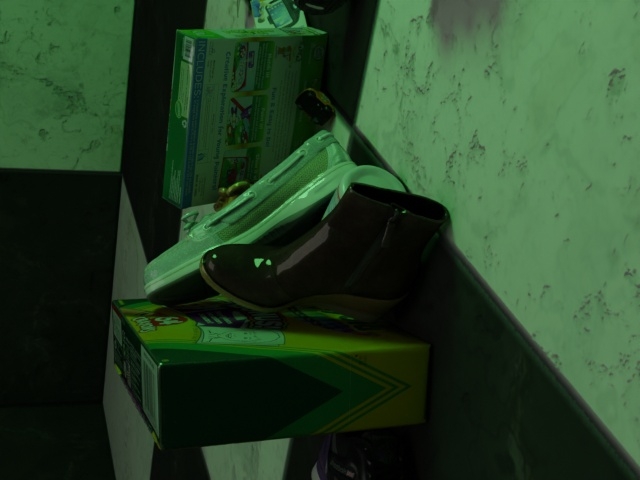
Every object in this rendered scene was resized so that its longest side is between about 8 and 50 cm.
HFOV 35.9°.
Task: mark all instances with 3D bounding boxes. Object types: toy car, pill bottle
[{"bbox_3d":[-0.018,-0.174,1.475,0.122,0.060,0.040,-64,-1,38],"label":"toy car"},{"bbox_3d":[0.044,-0.014,1.240,0.160,0.087,0.087,116,148,-52],"label":"pill bottle"}]

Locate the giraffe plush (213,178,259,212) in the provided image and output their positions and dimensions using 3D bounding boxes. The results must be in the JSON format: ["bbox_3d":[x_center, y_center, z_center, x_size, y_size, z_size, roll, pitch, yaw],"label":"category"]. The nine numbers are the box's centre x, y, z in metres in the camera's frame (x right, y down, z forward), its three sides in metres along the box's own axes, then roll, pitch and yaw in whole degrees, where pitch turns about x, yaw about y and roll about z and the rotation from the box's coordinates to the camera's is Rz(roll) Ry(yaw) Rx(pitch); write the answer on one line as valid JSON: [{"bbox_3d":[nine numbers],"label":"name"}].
[{"bbox_3d":[-0.061,-0.033,1.412,0.210,0.171,0.181,-112,29,-48],"label":"giraffe plush"}]

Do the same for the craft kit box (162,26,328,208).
[{"bbox_3d":[-0.108,-0.185,1.449,0.061,0.247,0.249,30,119,42],"label":"craft kit box"}]

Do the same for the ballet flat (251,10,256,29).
[{"bbox_3d":[-0.080,-0.278,1.614,0.077,0.077,0.230,148,120,-69],"label":"ballet flat"}]

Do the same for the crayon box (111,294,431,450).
[{"bbox_3d":[-0.080,0.145,1.246,0.363,0.313,0.106,-158,67,-69],"label":"crayon box"}]

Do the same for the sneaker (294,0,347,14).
[{"bbox_3d":[0.023,-0.436,1.328,0.108,0.100,0.271,-97,19,-63],"label":"sneaker"}]

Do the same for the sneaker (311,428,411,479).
[{"bbox_3d":[0.061,0.294,1.168,0.283,0.107,0.124,-130,50,-62],"label":"sneaker"}]

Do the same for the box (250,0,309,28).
[{"bbox_3d":[-0.060,-0.337,1.555,0.028,0.081,0.136,61,-167,-54],"label":"box"}]

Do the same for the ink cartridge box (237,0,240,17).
[{"bbox_3d":[-0.126,-0.518,1.791,0.235,0.056,0.171,126,143,-84],"label":"ink cartridge box"}]

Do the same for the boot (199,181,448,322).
[{"bbox_3d":[0.000,0.000,1.137,0.207,0.249,0.090,115,163,-45],"label":"boot"}]

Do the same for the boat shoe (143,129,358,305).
[{"bbox_3d":[-0.094,-0.025,1.281,0.103,0.320,0.118,55,176,20],"label":"boat shoe"}]
